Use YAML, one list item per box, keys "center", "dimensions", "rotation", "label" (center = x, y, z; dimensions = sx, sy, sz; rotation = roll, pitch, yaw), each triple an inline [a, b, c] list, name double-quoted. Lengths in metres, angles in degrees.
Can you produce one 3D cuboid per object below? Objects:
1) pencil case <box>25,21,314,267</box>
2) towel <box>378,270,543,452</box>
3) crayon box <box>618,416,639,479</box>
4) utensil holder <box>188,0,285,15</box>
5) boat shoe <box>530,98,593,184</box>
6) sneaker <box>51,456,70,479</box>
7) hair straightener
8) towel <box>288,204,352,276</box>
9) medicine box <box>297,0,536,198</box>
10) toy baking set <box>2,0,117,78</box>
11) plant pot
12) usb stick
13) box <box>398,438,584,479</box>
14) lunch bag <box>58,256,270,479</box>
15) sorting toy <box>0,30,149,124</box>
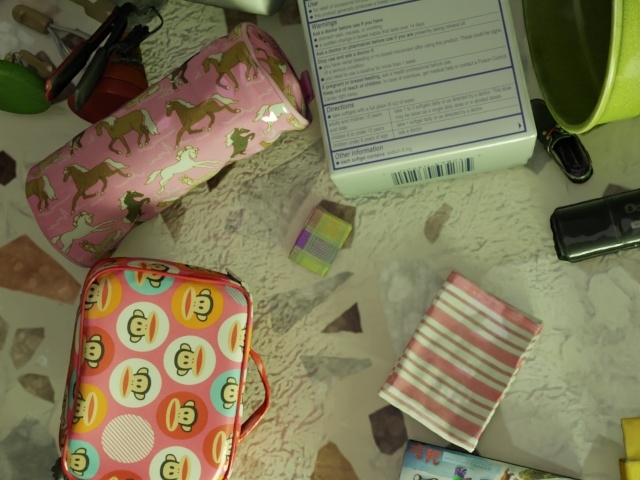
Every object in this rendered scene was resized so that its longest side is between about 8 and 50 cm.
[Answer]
- center: [-0.193, -0.122, 1.609]
  dimensions: [0.386, 0.167, 0.160]
  rotation: [-33, 97, 15]
  label: "pencil case"
- center: [0.181, 0.153, 1.605]
  dimensions: [0.144, 0.029, 0.197]
  rotation: [30, 76, 11]
  label: "towel"
- center: [0.482, 0.367, 1.524]
  dimensions: [0.202, 0.081, 0.319]
  rotation: [-5, 82, 6]
  label: "crayon box"
- center: [-0.215, -0.481, 1.618]
  dimensions: [0.385, 0.327, 0.328]
  rotation: [16, 84, 8]
  label: "utensil holder"
- center: [0.314, -0.135, 1.641]
  dimensions: [0.049, 0.042, 0.133]
  rotation: [-32, 78, 4]
  label: "boat shoe"
- center: [-0.252, 0.363, 1.625]
  dimensions: [0.106, 0.078, 0.234]
  rotation: [-37, 83, -2]
  label: "sneaker"
- center: [-0.270, -0.244, 1.648]
  dimensions: [0.089, 0.047, 0.230]
  rotation: [22, 45, 9]
  label: "hair straightener"
- center: [0.000, 0.000, 1.677]
  dimensions: [0.060, 0.009, 0.083]
  rotation: [28, 87, 10]
  label: "towel"
- center: [0.122, -0.228, 1.624]
  dimensions: [0.263, 0.149, 0.289]
  rotation: [-11, 80, 6]
  label: "medicine box"
- center: [-0.409, -0.300, 1.766]
  dimensions: [0.256, 0.030, 0.197]
  rotation: [-32, 85, 8]
  label: "toy baking set"
- center: [0.463, -0.333, 1.517]
  dimensions: [0.353, 0.366, 0.366]
  rotation: [-7, 81, -5]
  label: "plant pot"
- center: [0.435, -0.035, 1.608]
  dimensions: [0.278, 0.045, 0.077]
  rotation: [-14, 73, 5]
  label: "usb stick"
- center: [0.207, 0.356, 1.580]
  dimensions: [0.233, 0.044, 0.159]
  rotation: [12, 83, 9]
  label: "box"
- center: [-0.189, 0.174, 1.583]
  dimensions: [0.258, 0.120, 0.293]
  rotation: [9, 94, -12]
  label: "lunch bag"
- center: [-0.394, -0.249, 1.705]
  dimensions: [0.365, 0.127, 0.126]
  rotation: [10, 71, 2]
  label: "sorting toy"
